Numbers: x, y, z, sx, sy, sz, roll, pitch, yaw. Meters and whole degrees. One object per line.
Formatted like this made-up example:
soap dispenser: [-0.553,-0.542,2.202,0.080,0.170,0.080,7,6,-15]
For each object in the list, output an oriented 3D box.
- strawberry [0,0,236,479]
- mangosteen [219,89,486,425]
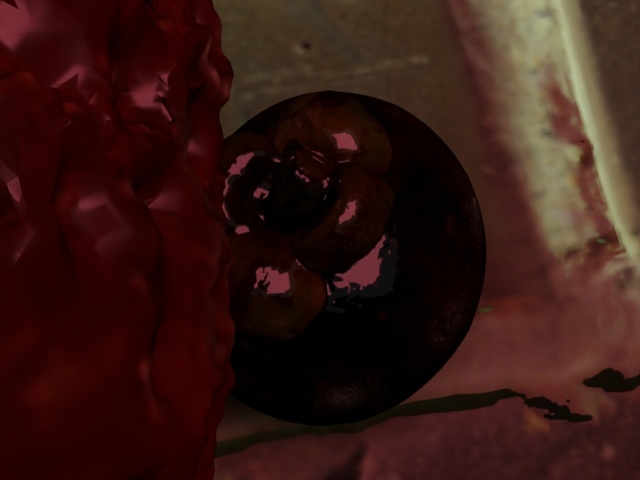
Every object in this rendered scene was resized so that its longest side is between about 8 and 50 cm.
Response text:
strawberry: [-0.156,-0.039,0.618,0.318,0.295,0.345,18,87,14]
mangosteen: [0.000,0.000,0.724,0.140,0.140,0.140,3,70,-7]
